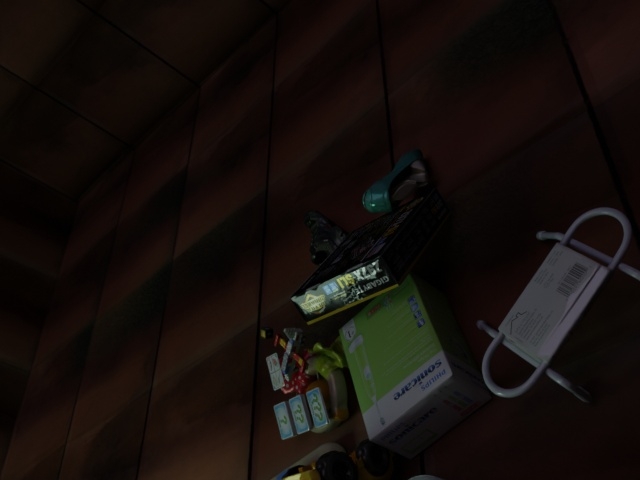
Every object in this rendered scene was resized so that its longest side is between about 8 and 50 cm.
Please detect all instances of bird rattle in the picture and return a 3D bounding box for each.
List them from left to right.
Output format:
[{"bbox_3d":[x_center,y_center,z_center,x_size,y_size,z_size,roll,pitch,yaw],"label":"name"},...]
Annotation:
[{"bbox_3d":[-0.013,0.310,1.630,0.253,0.143,0.207,-30,57,41],"label":"bird rattle"}]

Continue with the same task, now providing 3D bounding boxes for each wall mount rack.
[{"bbox_3d":[0.385,0.102,1.272,0.350,0.130,0.304,-56,35,3],"label":"wall mount rack"}]

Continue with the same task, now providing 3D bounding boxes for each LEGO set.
[{"bbox_3d":[-0.076,0.290,1.608,0.182,0.060,0.244,-35,65,49],"label":"LEGO set"}]

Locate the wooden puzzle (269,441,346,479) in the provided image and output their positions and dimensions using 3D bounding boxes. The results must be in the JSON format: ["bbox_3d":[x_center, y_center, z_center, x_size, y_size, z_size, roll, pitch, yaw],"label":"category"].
[{"bbox_3d":[-0.084,0.603,1.505,0.347,0.080,0.322,-37,37,29],"label":"wooden puzzle"}]

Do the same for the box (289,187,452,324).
[{"bbox_3d":[0.111,0.031,1.600,0.257,0.079,0.322,-26,12,38],"label":"box"}]

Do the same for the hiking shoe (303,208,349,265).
[{"bbox_3d":[0.000,0.000,1.910,0.114,0.086,0.227,-53,33,0],"label":"hiking shoe"}]

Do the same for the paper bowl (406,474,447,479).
[{"bbox_3d":[0.146,0.506,1.166,0.284,0.148,0.284,-51,23,33],"label":"paper bowl"}]

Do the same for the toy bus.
[{"bbox_3d":[0.052,0.482,1.358,0.149,0.220,0.212,-40,66,43],"label":"toy bus"}]

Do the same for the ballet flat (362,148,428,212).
[{"bbox_3d":[0.195,-0.131,1.718,0.087,0.083,0.247,10,37,37],"label":"ballet flat"}]

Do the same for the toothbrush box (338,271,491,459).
[{"bbox_3d":[0.169,0.231,1.445,0.206,0.122,0.283,-44,33,20],"label":"toothbrush box"}]
